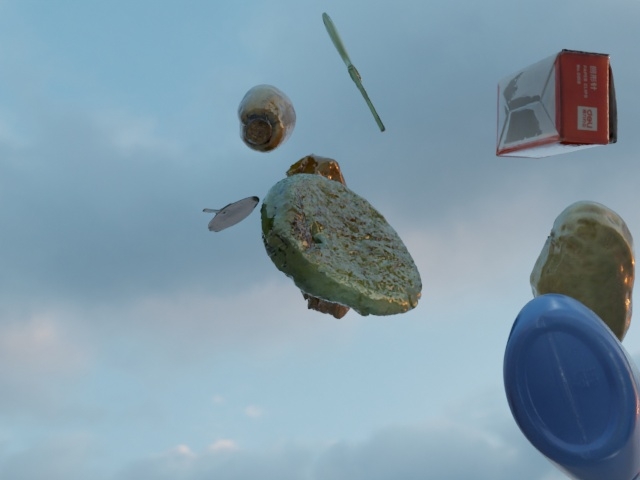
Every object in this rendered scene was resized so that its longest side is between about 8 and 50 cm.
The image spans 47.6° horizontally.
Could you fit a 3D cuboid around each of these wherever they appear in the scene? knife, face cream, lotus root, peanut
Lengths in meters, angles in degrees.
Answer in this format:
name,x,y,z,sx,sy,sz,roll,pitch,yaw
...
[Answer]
name,x,y,z,sx,sy,sz,roll,pitch,yaw
knife,0.059,-0.317,1.347,0.020,0.293,0.043,-27,-21,9
face cream,0.215,0.124,0.582,0.083,0.149,0.264,-20,-20,21
lotus root,-0.107,-0.251,1.467,0.118,0.221,0.125,16,-61,0
peanut,0.510,0.110,1.424,0.192,0.169,0.387,-7,-68,-4

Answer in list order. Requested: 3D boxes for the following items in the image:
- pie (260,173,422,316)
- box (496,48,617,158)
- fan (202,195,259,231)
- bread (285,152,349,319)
name,x,y,z,sx,sy,sz,roll,pitch,yaw
pie,0.030,0.008,1.074,0.277,0.277,0.078,26,-57,-27
box,0.352,-0.199,1.100,0.099,0.133,0.182,-1,-2,-18
fan,-0.130,-0.038,0.999,0.085,0.005,0.133,-37,-13,15
bread,0.000,0.000,1.521,0.185,0.109,0.380,-43,-43,-21
